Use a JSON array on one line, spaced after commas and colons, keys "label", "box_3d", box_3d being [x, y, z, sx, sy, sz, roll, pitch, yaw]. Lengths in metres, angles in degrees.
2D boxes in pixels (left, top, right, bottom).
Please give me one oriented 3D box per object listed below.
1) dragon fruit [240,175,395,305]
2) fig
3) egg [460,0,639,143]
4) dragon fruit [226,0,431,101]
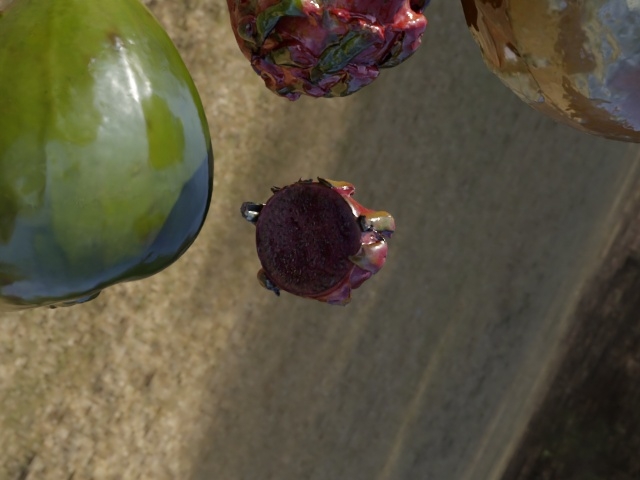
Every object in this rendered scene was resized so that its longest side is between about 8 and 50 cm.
[{"label": "dragon fruit", "box_3d": [0.004, 0.003, 1.038, 0.068, 0.126, 0.112, 4, 77, -60]}, {"label": "fig", "box_3d": [-0.175, -0.069, 0.782, 0.203, 0.203, 0.225, -18, 107, -71]}, {"label": "egg", "box_3d": [0.183, -0.161, 0.751, 0.195, 0.233, 0.195, -34, -163, 12]}, {"label": "dragon fruit", "box_3d": [0.010, -0.210, 1.038, 0.172, 0.166, 0.160, -25, -162, 20]}]
